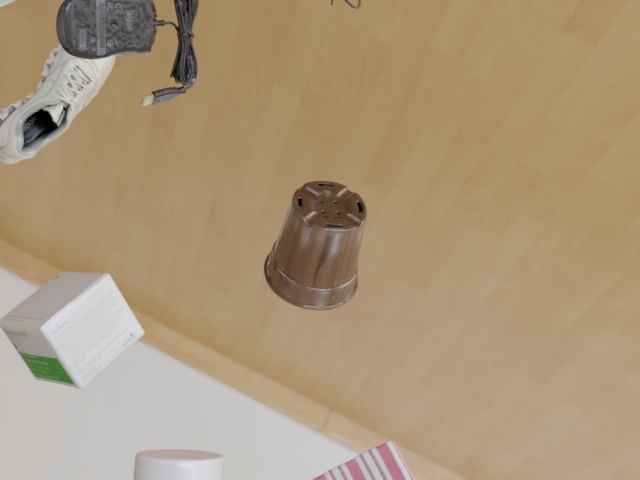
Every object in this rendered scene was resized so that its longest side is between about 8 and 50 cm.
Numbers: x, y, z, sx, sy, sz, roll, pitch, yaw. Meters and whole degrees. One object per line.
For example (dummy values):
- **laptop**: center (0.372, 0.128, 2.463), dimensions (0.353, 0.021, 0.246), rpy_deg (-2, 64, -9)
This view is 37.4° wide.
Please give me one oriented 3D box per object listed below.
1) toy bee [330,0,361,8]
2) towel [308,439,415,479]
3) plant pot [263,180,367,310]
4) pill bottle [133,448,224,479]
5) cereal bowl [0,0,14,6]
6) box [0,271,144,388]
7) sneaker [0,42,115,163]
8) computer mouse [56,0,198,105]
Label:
- **toy bee**: center (-0.071, -0.489, 1.570), dimensions (0.162, 0.298, 0.195), rpy_deg (-28, 151, 33)
- **towel**: center (0.053, 0.399, 1.401), dimensions (0.197, 0.144, 0.029), rpy_deg (-27, 146, -1)
- **plant pot**: center (0.000, 0.000, 1.573), dimensions (0.167, 0.167, 0.165), rpy_deg (22, 131, 8)
- **pill bottle**: center (-0.132, 0.283, 0.846), dimensions (0.107, 0.180, 0.108), rpy_deg (2, 174, 0)
- **cereal bowl**: center (-0.572, -0.537, 1.466), dimensions (0.338, 0.141, 0.339), rpy_deg (-7, 131, -8)
- **box**: center (-0.272, 0.095, 1.037), dimensions (0.101, 0.102, 0.087), rpy_deg (0, 124, 45)
- **sneaker**: center (-0.438, -0.244, 1.604), dimensions (0.110, 0.292, 0.118), rpy_deg (45, 162, -31)
- **computer mouse**: center (-0.292, -0.289, 1.418), dimensions (0.060, 0.262, 0.184), rpy_deg (18, 118, 37)
